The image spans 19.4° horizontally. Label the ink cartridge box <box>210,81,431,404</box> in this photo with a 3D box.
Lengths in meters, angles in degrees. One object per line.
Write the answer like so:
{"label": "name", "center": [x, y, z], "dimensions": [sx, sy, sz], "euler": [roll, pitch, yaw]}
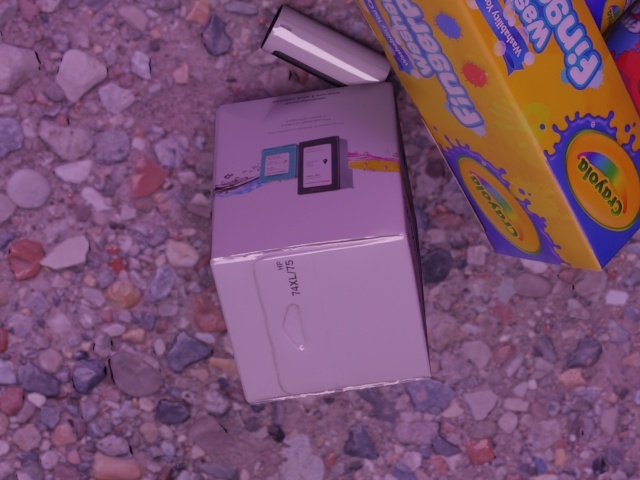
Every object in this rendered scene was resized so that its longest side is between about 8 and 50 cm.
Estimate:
{"label": "ink cartridge box", "center": [0.000, 0.000, 1.947], "dimensions": [0.197, 0.270, 0.198], "euler": [-8, 128, 5]}

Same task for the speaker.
{"label": "speaker", "center": [0.008, -0.200, 2.011], "dimensions": [0.136, 0.055, 0.055], "euler": [26, 109, -8]}

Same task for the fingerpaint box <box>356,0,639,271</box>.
{"label": "fingerpaint box", "center": [0.236, -0.259, 1.783], "dimensions": [0.371, 0.163, 0.444], "euler": [-44, 119, -24]}
